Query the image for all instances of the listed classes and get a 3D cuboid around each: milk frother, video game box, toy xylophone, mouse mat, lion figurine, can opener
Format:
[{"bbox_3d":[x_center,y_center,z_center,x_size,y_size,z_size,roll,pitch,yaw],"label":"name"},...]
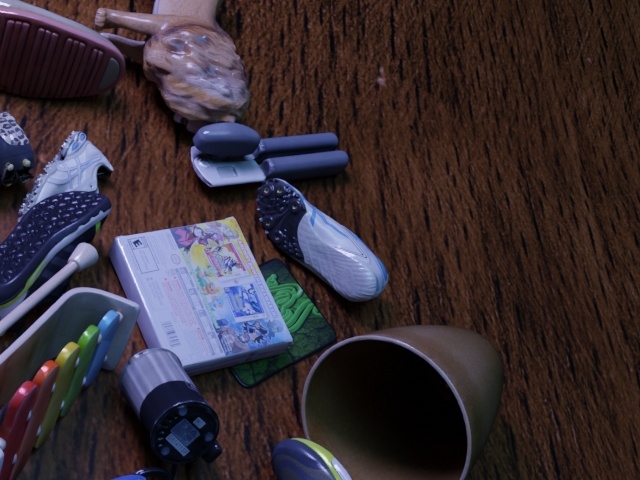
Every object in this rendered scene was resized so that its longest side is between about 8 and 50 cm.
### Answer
[{"bbox_3d":[-0.201,0.225,1.398,0.143,0.129,0.135,-26,32,-14],"label":"milk frother"},{"bbox_3d":[-0.160,0.074,1.563,0.187,0.048,0.205,-11,64,-32],"label":"video game box"},{"bbox_3d":[-0.309,0.148,1.295,0.081,0.236,0.323,30,43,5],"label":"toy xylophone"},{"bbox_3d":[-0.080,0.110,1.622,0.189,0.007,0.152,-25,71,-43],"label":"mouse mat"},{"bbox_3d":[-0.209,-0.348,1.798,0.240,0.142,0.392,11,57,-7],"label":"lion figurine"},{"bbox_3d":[-0.070,-0.128,1.763,0.280,0.093,0.074,-6,60,-41],"label":"can opener"}]

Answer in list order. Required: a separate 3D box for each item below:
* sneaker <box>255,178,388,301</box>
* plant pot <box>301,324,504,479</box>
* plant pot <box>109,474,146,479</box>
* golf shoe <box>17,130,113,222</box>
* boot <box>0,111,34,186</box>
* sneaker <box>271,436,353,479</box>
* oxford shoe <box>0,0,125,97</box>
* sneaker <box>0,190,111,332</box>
[{"bbox_3d":[0.000,0.000,1.717,0.237,0.085,0.086,43,19,10],"label":"sneaker"},{"bbox_3d":[0.141,0.208,1.554,0.237,0.237,0.254,51,31,12],"label":"plant pot"},{"bbox_3d":[-0.186,0.391,1.183,0.212,0.236,0.236,29,45,1],"label":"plant pot"},{"bbox_3d":[-0.334,-0.071,1.565,0.086,0.069,0.176,37,46,-11],"label":"golf shoe"},{"bbox_3d":[-0.432,-0.063,1.474,0.178,0.085,0.236,-19,63,-36],"label":"boot"},{"bbox_3d":[-0.009,0.373,1.391,0.121,0.111,0.300,-3,56,-29],"label":"sneaker"},{"bbox_3d":[-0.461,-0.310,1.625,0.397,0.140,0.146,15,42,-25],"label":"oxford shoe"},{"bbox_3d":[-0.346,0.028,1.468,0.084,0.097,0.235,16,44,27],"label":"sneaker"}]
